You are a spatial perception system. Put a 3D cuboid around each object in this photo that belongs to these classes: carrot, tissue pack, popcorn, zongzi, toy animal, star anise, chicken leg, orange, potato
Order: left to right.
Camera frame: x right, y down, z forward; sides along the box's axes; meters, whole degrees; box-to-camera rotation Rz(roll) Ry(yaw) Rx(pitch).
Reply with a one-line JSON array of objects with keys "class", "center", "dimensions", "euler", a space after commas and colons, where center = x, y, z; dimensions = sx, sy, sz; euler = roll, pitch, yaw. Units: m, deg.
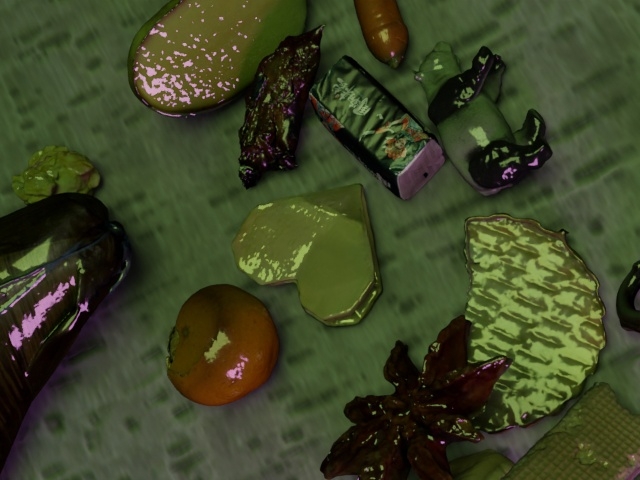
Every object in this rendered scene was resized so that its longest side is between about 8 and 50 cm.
[{"class": "zongzi", "center": [-0.387, 0.183, 1.835], "dimensions": [0.403, 0.208, 0.432], "euler": [-23, 93, 0]}, {"class": "popcorn", "center": [-0.360, -0.083, 1.910], "dimensions": [0.109, 0.089, 0.097], "euler": [-27, 37, 1]}, {"class": "potato", "center": [-0.146, -0.282, 1.862], "dimensions": [0.272, 0.160, 0.111], "euler": [-42, 35, -3]}, {"class": "orange", "center": [-0.124, 0.135, 1.775], "dimensions": [0.156, 0.134, 0.156], "euler": [-39, 35, 35]}, {"class": "chicken leg", "center": [-0.055, -0.174, 1.826], "dimensions": [0.105, 0.063, 0.233], "euler": [18, 96, 33]}, {"class": "carrot", "center": [0.070, -0.352, 1.838], "dimensions": [0.062, 0.066, 0.271], "euler": [-7, 77, -7]}, {"class": "tissue pack", "center": [0.071, -0.142, 1.778], "dimensions": [0.090, 0.103, 0.170], "euler": [-45, 71, -3]}, {"class": "star anise", "center": [0.112, 0.211, 1.648], "dimensions": [0.288, 0.088, 0.288], "euler": [-31, 37, 26]}, {"class": "toy animal", "center": [0.197, -0.160, 1.753], "dimensions": [0.121, 0.094, 0.225], "euler": [-34, 73, 18]}]

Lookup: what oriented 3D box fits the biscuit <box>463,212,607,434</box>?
[{"class": "biscuit", "center": [0.256, 0.104, 1.707], "dimensions": [0.187, 0.036, 0.273], "euler": [5, 81, 18]}]

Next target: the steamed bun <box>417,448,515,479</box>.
[{"class": "steamed bun", "center": [0.172, 0.351, 1.635], "dimensions": [0.141, 0.172, 0.155], "euler": [-20, 101, 51]}]

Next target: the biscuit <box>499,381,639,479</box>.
[{"class": "biscuit", "center": [0.290, 0.260, 1.589], "dimensions": [0.108, 0.062, 0.239], "euler": [38, 52, 21]}]

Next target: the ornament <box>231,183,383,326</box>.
[{"class": "ornament", "center": [0.000, 0.000, 1.797], "dimensions": [0.201, 0.059, 0.180], "euler": [31, 87, 22]}]

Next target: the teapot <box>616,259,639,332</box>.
[{"class": "teapot", "center": [0.456, 0.014, 1.614], "dimensions": [0.269, 0.173, 0.182], "euler": [-31, 33, 34]}]
